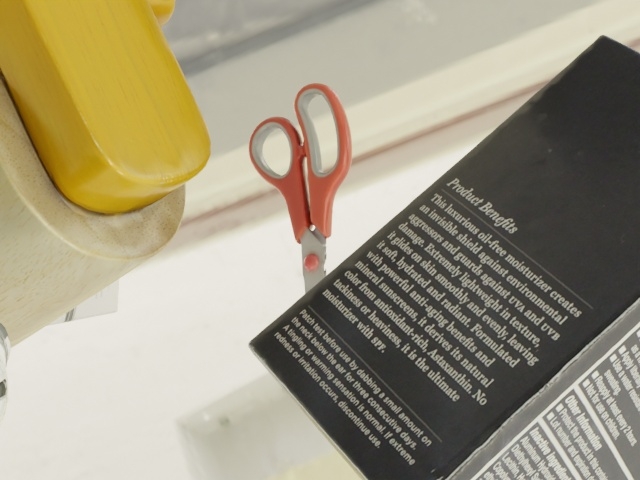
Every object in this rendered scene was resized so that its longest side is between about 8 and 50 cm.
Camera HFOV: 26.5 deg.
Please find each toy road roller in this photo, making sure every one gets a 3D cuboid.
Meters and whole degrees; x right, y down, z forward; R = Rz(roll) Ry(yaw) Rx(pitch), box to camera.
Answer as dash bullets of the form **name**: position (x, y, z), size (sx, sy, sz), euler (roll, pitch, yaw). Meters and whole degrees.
- **toy road roller**: position (-0.158, -0.123, 0.741), size (0.202, 0.329, 0.241), euler (-30, 171, 36)

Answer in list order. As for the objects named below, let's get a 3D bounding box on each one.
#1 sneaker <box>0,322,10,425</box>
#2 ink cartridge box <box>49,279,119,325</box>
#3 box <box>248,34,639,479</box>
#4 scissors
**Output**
- **sneaker**: position (-0.232, 0.070, 0.544), size (0.229, 0.086, 0.132), euler (-8, -172, -3)
- **ink cartridge box**: position (-0.305, 0.037, 1.312), size (0.148, 0.085, 0.203), euler (1, -178, 21)
- **box**: position (0.167, 0.090, 0.846), size (0.294, 0.296, 0.183), euler (-40, -136, -6)
- **scissors**: position (0.000, 0.000, 1.223), size (0.109, 0.021, 0.297), euler (-24, -114, 26)
